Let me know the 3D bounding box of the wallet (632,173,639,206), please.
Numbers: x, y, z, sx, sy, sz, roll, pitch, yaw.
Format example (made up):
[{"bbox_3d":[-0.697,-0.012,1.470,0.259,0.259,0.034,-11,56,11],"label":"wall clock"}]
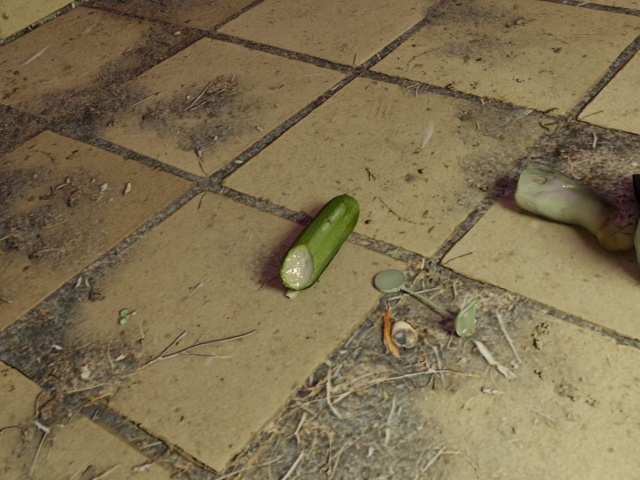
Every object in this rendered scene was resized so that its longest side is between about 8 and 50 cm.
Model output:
[{"bbox_3d":[0.674,-0.065,1.361,0.310,0.042,0.165,-2,38,10],"label":"wallet"}]

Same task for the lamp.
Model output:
[{"bbox_3d":[0.156,0.080,1.283,0.050,0.056,0.198,-36,42,-25],"label":"lamp"}]

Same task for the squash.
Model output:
[{"bbox_3d":[0.000,0.000,1.398,0.069,0.069,0.239,12,42,25],"label":"squash"}]

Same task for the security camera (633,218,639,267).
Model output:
[{"bbox_3d":[0.543,-0.039,1.173,0.195,0.236,0.194,-7,57,11],"label":"security camera"}]

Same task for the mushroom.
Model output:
[{"bbox_3d":[0.419,-0.052,1.371,0.223,0.081,0.092,35,21,36],"label":"mushroom"}]
